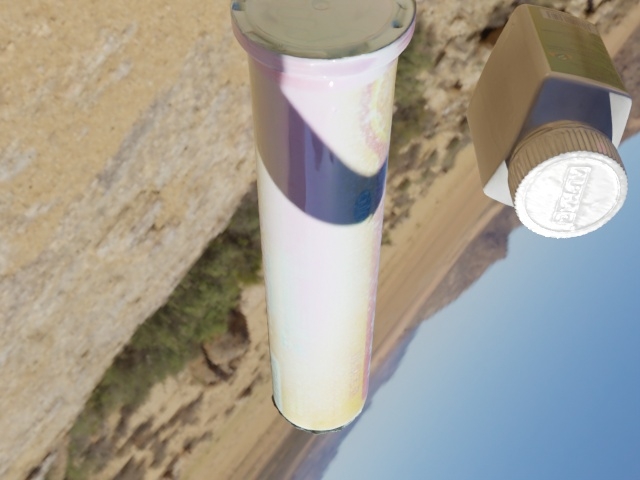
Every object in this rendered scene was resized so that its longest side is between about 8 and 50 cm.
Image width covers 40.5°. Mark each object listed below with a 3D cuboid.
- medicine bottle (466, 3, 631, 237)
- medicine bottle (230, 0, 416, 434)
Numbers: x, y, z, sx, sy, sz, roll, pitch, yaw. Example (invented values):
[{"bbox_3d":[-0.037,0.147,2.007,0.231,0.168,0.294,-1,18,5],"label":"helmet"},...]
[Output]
[{"bbox_3d":[0.192,-0.096,0.733,0.189,0.088,0.132,-90,-163,-48],"label":"medicine bottle"},{"bbox_3d":[0.000,0.000,0.658,0.108,0.108,0.426,-48,155,-32],"label":"medicine bottle"}]
